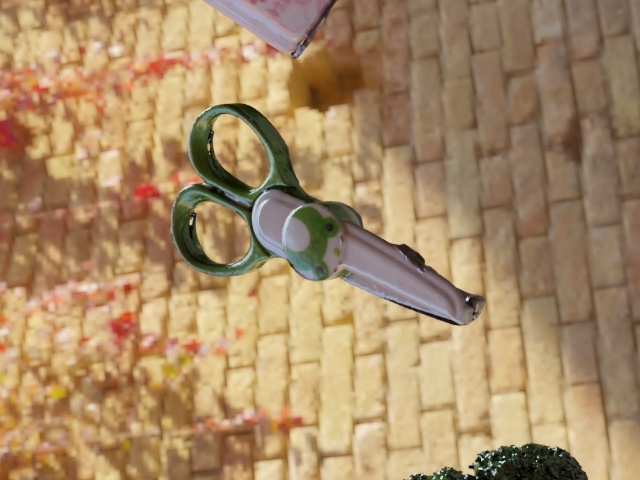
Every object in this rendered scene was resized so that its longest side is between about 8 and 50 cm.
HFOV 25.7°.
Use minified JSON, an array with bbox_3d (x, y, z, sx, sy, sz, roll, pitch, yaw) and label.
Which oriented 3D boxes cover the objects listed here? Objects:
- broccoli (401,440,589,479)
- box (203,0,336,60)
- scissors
[{"bbox_3d":[0.171,0.322,1.177,0.265,0.245,0.295,-7,-99,-46],"label":"broccoli"},{"bbox_3d":[-0.108,-0.302,0.984,0.369,0.190,0.112,33,-149,-13],"label":"box"},{"bbox_3d":[0.000,0.000,0.768,0.027,0.204,0.101,-14,-55,-51],"label":"scissors"}]
